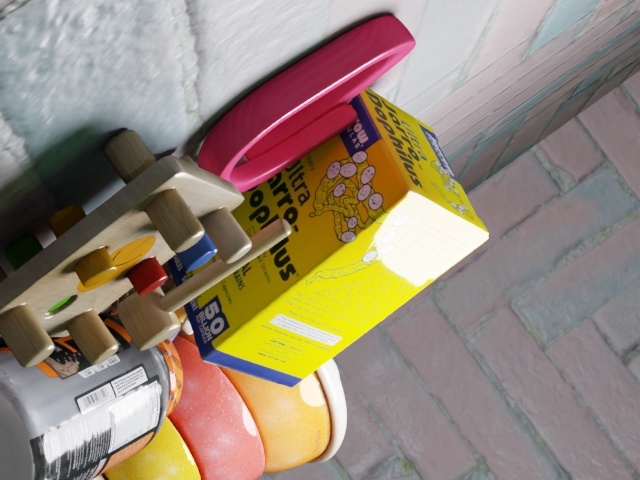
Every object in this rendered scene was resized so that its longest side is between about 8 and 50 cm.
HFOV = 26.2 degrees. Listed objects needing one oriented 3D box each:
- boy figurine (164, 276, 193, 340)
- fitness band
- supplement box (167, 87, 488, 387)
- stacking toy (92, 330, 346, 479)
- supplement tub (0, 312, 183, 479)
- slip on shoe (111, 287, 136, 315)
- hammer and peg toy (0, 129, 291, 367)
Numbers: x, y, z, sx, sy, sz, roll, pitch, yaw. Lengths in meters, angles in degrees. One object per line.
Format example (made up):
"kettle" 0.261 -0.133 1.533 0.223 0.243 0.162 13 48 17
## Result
"boy figurine" -0.184 0.077 1.990 0.285 0.092 0.177 -39 -156 8
"fitness band" -0.016 -0.153 1.551 0.291 0.054 0.209 -35 170 -17
"supplement box" 0.000 0.000 1.774 0.356 0.194 0.195 -39 144 21
"stacking toy" -0.230 0.288 2.054 0.480 0.351 0.350 -32 172 -31
"supplement tub" -0.336 0.214 1.766 0.207 0.207 0.338 -40 172 30
"slip on shoe" -0.264 0.076 1.900 0.135 0.051 0.041 110 -6 -64
"hammer and peg toy" -0.193 0.012 1.421 0.266 0.127 0.361 -37 170 7
